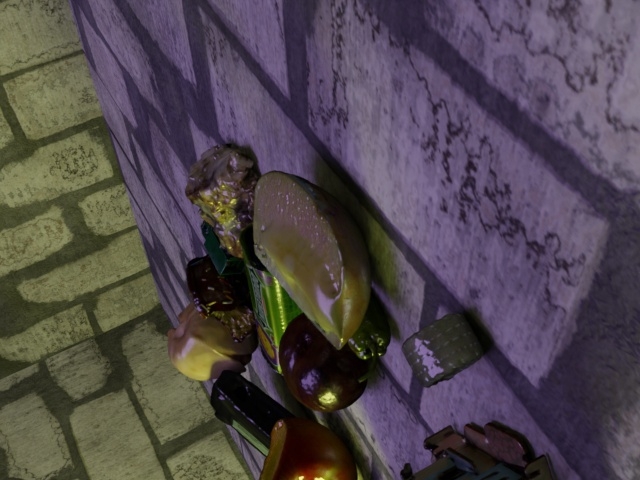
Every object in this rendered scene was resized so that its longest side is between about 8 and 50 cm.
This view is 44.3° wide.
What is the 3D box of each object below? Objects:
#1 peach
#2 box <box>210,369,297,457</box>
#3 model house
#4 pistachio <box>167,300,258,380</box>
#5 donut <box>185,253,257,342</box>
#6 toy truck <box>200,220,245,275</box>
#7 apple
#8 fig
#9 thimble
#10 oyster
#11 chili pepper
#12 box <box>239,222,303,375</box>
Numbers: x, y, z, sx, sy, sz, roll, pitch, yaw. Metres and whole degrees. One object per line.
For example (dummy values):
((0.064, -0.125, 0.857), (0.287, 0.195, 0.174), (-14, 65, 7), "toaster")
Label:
((-0.039, 0.521, 1.712), (0.245, 0.248, 0.275), (47, 176, -17), "peach")
((-0.136, 0.489, 2.017), (0.359, 0.091, 0.350), (39, 156, 8), "box")
((0.151, 0.352, 0.942), (0.169, 0.244, 0.326), (67, 164, -12), "model house")
((-0.274, 0.259, 2.030), (0.230, 0.230, 0.309), (58, -173, 23), "pistachio")
((-0.223, 0.125, 1.871), (0.230, 0.096, 0.216), (49, -165, -35), "donut")
((-0.221, 0.000, 1.804), (0.147, 0.065, 0.079), (58, 132, 30), "toy truck")
((0.000, 0.000, 1.128), (0.265, 0.120, 0.193), (45, 140, 41), "apple")
((0.017, 0.236, 1.375), (0.170, 0.146, 0.274), (55, 173, 36), "fig")
((0.144, 0.131, 0.931), (0.062, 0.084, 0.110), (62, 175, 16), "thimble")
((-0.207, -0.084, 1.591), (0.201, 0.107, 0.354), (55, 151, 19), "oyster")
((0.064, 0.127, 1.177), (0.072, 0.073, 0.204), (59, -175, -51), "chili pepper")
((-0.087, 0.121, 1.555), (0.134, 0.097, 0.345), (53, 158, 37), "box")
